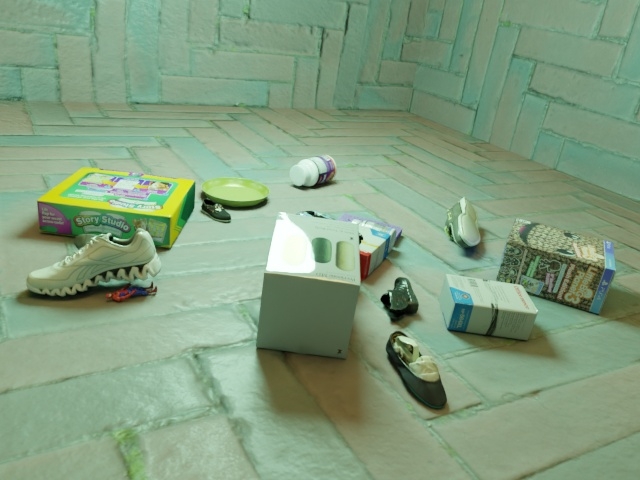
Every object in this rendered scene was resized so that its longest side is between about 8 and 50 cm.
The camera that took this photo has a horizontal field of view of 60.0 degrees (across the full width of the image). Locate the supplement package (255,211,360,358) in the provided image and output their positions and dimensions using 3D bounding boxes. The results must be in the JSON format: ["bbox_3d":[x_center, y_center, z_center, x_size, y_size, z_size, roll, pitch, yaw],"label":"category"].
[{"bbox_3d":[-0.023,0.093,1.238,0.199,0.198,0.263,8,30,-2],"label":"supplement package"}]

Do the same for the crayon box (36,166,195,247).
[{"bbox_3d":[-0.583,-0.106,1.642,0.362,0.106,0.313,7,25,-2],"label":"crayon box"}]

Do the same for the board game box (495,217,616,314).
[{"bbox_3d":[0.689,0.065,1.632,0.290,0.141,0.232,17,25,19],"label":"board game box"}]

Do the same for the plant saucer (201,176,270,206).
[{"bbox_3d":[-0.300,-0.168,1.957,0.240,0.037,0.241,7,25,-3],"label":"plant saucer"}]

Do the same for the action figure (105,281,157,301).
[{"bbox_3d":[-0.439,0.118,1.286,0.115,0.030,0.038,-15,36,-37],"label":"action figure"}]

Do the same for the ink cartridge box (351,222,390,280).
[{"bbox_3d":[0.097,0.034,1.585,0.134,0.078,0.231,18,26,21],"label":"ink cartridge box"}]

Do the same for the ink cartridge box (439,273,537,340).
[{"bbox_3d":[0.414,0.165,1.387,0.202,0.086,0.148,9,24,0],"label":"ink cartridge box"}]

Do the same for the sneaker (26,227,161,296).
[{"bbox_3d":[-0.523,0.046,1.276,0.291,0.119,0.110,-13,26,-17],"label":"sneaker"}]

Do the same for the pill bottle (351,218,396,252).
[{"bbox_3d":[0.160,-0.017,1.719,0.137,0.078,0.078,17,25,20],"label":"pill bottle"}]

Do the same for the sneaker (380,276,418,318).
[{"bbox_3d":[0.192,0.141,1.410,0.089,0.051,0.170,7,27,-15],"label":"sneaker"}]

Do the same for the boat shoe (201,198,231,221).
[{"bbox_3d":[-0.336,-0.097,1.783,0.133,0.042,0.048,28,28,34],"label":"boat shoe"}]

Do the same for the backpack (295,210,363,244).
[{"bbox_3d":[0.000,0.000,1.451,0.173,0.117,0.158,35,24,16],"label":"backpack"}]

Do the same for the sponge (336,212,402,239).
[{"bbox_3d":[0.157,-0.038,1.825,0.209,0.031,0.117,15,24,14],"label":"sponge"}]

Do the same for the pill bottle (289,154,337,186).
[{"bbox_3d":[-0.031,-0.273,2.193,0.108,0.108,0.193,24,28,31],"label":"pill bottle"}]

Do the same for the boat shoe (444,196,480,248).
[{"bbox_3d":[0.474,-0.047,1.877,0.109,0.091,0.305,49,27,-12],"label":"boat shoe"}]

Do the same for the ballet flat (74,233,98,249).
[{"bbox_3d":[-0.536,0.033,1.393,0.213,0.072,0.068,11,35,9],"label":"ballet flat"}]

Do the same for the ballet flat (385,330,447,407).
[{"bbox_3d":[0.195,0.253,1.139,0.074,0.074,0.203,-2,26,-22],"label":"ballet flat"}]
